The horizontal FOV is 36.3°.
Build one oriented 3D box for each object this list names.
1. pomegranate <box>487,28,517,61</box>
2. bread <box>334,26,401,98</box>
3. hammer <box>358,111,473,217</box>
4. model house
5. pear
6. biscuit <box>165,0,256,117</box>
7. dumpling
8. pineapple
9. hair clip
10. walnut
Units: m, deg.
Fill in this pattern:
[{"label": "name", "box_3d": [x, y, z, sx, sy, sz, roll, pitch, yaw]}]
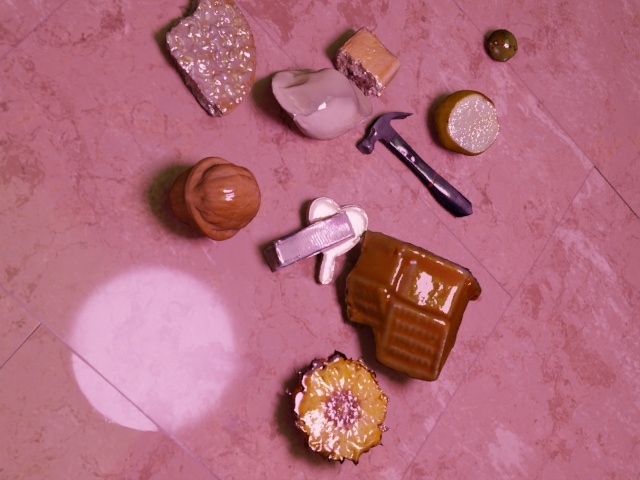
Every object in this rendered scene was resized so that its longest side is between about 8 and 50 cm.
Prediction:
[{"label": "pomegranate", "box_3d": [0.410, -0.442, 2.201, 0.073, 0.073, 0.084, 50, 24, -12]}, {"label": "bread", "box_3d": [0.093, -0.357, 1.987, 0.125, 0.082, 0.106, 43, 51, -5]}, {"label": "hammer", "box_3d": [0.215, -0.154, 2.039, 0.290, 0.037, 0.137, 41, 64, -17]}, {"label": "model house", "box_3d": [0.168, 0.135, 1.896, 0.268, 0.173, 0.239, 22, 80, 2]}, {"label": "pear", "box_3d": [0.305, -0.250, 2.076, 0.141, 0.104, 0.141, -2, 98, -14]}, {"label": "biscuit", "box_3d": [-0.207, -0.359, 1.831, 0.188, 0.040, 0.266, 4, 77, -30]}, {"label": "dumpling", "box_3d": [-0.001, -0.281, 1.902, 0.215, 0.126, 0.166, -21, 64, -19]}, {"label": "pineapple", "box_3d": [0.029, 0.311, 1.810, 0.224, 0.076, 0.225, 8, 73, -29]}, {"label": "hair clip", "box_3d": [0.000, 0.003, 1.863, 0.218, 0.071, 0.159, -26, 100, -26]}, {"label": "walnut", "box_3d": [-0.182, -0.073, 1.721, 0.166, 0.166, 0.149, -5, 91, -31]}]
